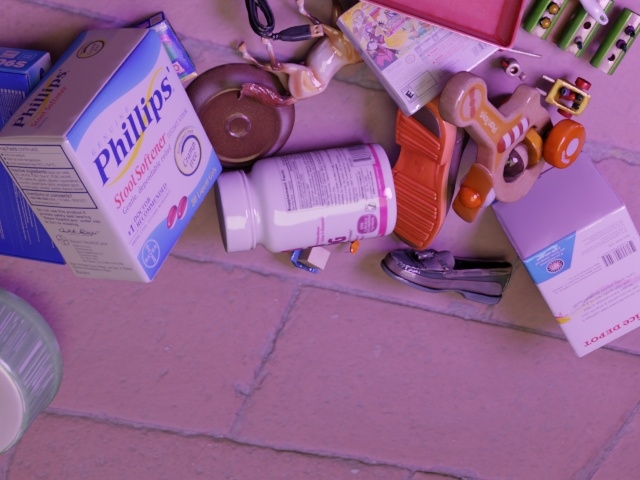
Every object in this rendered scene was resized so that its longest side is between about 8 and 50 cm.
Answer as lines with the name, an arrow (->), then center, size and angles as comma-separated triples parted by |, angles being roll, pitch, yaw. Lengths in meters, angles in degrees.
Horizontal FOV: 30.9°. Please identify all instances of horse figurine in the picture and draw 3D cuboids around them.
horse figurine -> -0.013, -0.298, 1.841 | 0.263, 0.066, 0.174 | -41, 119, 10

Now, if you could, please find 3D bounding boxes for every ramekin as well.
ramekin -> -0.608, 0.232, 1.978 | 0.304, 0.148, 0.303 | 3, 118, 6

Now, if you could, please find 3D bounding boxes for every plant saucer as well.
plant saucer -> 0.406, -0.363, 1.914 | 0.083, 0.015, 0.083 | -5, 124, -8
plant saucer -> 0.197, -0.441, 1.730 | 0.259, 0.048, 0.258 | 16, 89, -15
plant saucer -> -0.137, -0.195, 1.905 | 0.199, 0.036, 0.198 | -5, 124, -7

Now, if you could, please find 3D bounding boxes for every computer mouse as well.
computer mouse -> -0.001, -0.400, 1.741 | 0.262, 0.060, 0.184 | -13, 103, -2

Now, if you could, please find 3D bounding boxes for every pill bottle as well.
pill bottle -> -0.028, -0.066, 1.931 | 0.283, 0.160, 0.160 | -9, 125, -9

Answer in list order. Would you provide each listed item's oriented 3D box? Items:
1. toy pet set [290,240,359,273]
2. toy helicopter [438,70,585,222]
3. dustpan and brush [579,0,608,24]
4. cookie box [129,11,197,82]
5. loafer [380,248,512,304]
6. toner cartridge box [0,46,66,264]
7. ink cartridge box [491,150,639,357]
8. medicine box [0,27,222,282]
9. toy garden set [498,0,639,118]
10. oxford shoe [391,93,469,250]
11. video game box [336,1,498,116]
toy pet set -> 0.000, 0.000, 2.065 | 0.122, 0.065, 0.114 | 30, 76, -31
toy helicopter -> 0.267, -0.156, 1.845 | 0.235, 0.140, 0.355 | -57, 145, 1
dustpan and brush -> 0.383, -0.420, 1.814 | 0.211, 0.060, 0.147 | 45, 87, -2
cookie box -> -0.258, -0.288, 1.812 | 0.092, 0.040, 0.107 | -26, 125, 6
loafer -> 0.234, 0.047, 2.116 | 0.268, 0.096, 0.084 | 14, 117, -31
toner cartridge box -> -0.483, -0.132, 1.814 | 0.165, 0.075, 0.347 | 8, 126, 14
ink cartridge box -> 0.470, 0.028, 2.083 | 0.198, 0.197, 0.270 | -29, 124, 8
medicine box -> -0.311, -0.128, 1.745 | 0.149, 0.263, 0.289 | 4, 137, 29
toy garden set -> 0.383, -0.322, 1.890 | 0.244, 0.049, 0.203 | 23, 114, -15
oxford shoe -> 0.196, -0.126, 1.967 | 0.133, 0.130, 0.363 | -41, 156, -33
video game box -> 0.159, -0.324, 1.785 | 0.205, 0.048, 0.187 | -37, 94, -8
